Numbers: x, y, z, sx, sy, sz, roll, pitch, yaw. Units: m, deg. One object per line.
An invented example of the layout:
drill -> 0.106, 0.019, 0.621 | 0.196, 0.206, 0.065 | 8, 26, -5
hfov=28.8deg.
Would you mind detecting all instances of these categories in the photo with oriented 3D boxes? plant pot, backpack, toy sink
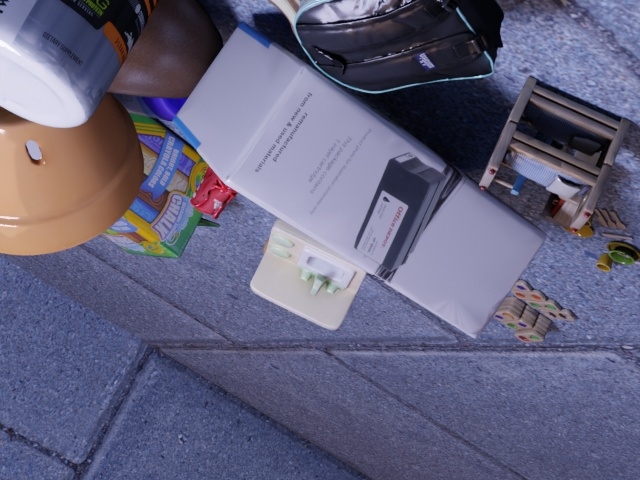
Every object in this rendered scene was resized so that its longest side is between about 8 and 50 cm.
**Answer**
plant pot -> -0.235, -0.270, 1.566 | 0.215, 0.215, 0.230 | 10, 172, 39
plant pot -> -0.395, -0.153, 1.682 | 0.291, 0.291, 0.203 | 21, 145, 16
backpack -> 0.074, -0.236, 1.269 | 0.188, 0.144, 0.166 | -16, 142, 30
toy sink -> 0.013, -0.012, 1.829 | 0.153, 0.234, 0.131 | 26, 162, 2

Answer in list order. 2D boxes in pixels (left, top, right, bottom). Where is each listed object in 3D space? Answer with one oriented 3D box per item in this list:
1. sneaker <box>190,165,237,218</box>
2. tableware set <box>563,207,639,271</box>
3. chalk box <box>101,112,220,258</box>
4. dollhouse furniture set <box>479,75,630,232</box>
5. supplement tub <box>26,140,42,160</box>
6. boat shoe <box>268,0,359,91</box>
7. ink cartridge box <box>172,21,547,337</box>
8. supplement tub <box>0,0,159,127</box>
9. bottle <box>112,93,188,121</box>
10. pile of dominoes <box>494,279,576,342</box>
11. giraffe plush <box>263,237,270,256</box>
sneaker -> -0.128, -0.092, 1.966 | 0.087, 0.128, 0.221 | 32, 161, -17
tableware set -> 0.377, -0.001, 1.707 | 0.104, 0.024, 0.154 | 11, 157, 38
chalk box -> -0.304, -0.084, 2.141 | 0.289, 0.179, 0.180 | 38, 159, -32
dollhouse furniture set -> 0.262, -0.078, 1.485 | 0.129, 0.129, 0.184 | 25, 162, 4
supplement tub -> -0.569, -0.196, 2.090 | 0.235, 0.235, 0.325 | 38, 155, -31
boat shoe -> 0.019, -0.257, 1.390 | 0.095, 0.095, 0.257 | -5, 144, 46
ink cartridge box -> 0.044, -0.077, 1.550 | 0.395, 0.166, 0.285 | 33, -174, -27
supplement tub -> -0.255, -0.293, 1.301 | 0.193, 0.316, 0.193 | 23, 162, 8
bottle -> -0.311, -0.247, 1.847 | 0.283, 0.092, 0.118 | 14, 159, 32
pile of dominoes -> 0.274, 0.091, 2.063 | 0.251, 0.040, 0.196 | 32, 161, -18
giraffe plush -> 0.000, 0.000, 2.013 | 0.181, 0.210, 0.170 | 60, 167, -18
